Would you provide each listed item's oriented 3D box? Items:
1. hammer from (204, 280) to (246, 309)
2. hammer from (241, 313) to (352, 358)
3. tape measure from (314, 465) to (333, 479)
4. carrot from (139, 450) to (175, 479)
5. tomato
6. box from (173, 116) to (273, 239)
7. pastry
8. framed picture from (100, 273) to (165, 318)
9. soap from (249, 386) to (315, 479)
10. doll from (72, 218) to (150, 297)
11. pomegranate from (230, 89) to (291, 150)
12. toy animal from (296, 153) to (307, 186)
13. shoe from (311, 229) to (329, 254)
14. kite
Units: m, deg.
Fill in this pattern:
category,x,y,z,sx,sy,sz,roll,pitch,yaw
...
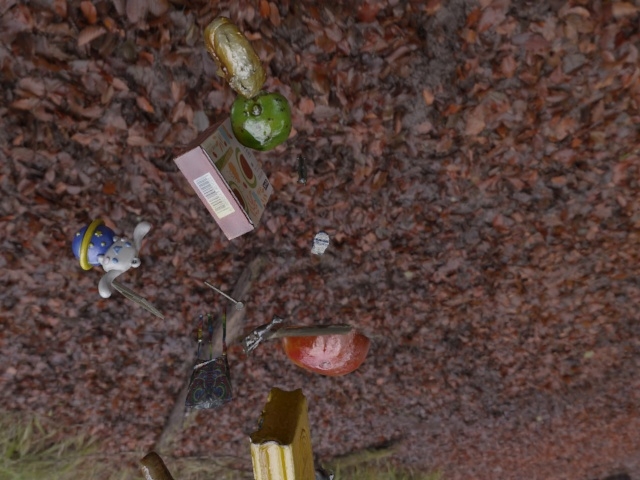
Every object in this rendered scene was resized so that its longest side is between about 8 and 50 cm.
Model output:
category,x,y,z,sx,sy,sz,roll,pitch,yaw
hammer,-0.224,0.125,1.084,0.110,0.035,0.019,33,92,1
hammer,-0.026,0.169,0.856,0.125,0.027,0.297,-40,154,25
tape measure,0.014,0.857,1.570,0.104,0.107,0.180,-22,117,10
carrot,-0.404,0.747,1.280,0.070,0.342,0.070,-30,167,-8
tomato,0.014,0.400,1.639,0.337,0.144,0.338,7,158,3
box,-0.344,-0.244,1.744,0.122,0.385,0.345,-23,114,16
pastry,-0.271,-0.560,1.425,0.120,0.236,0.257,-36,174,-5
framed picture,-0.800,0.242,1.982,0.265,0.018,0.192,22,154,26
soap,-0.078,0.526,1.073,0.096,0.204,0.325,-2,109,9
doll,-0.776,0.065,1.672,0.242,0.311,0.160,15,147,-18
pomegranate,-0.219,-0.447,1.730,0.235,0.302,0.236,0,98,-3
toy animal,-0.077,-0.296,1.916,0.047,0.136,0.065,0,167,-4
shoe,0.000,0.000,1.851,0.063,0.071,0.143,9,147,-7
kite,-0.316,0.339,1.345,0.152,0.286,0.015,-11,154,15
